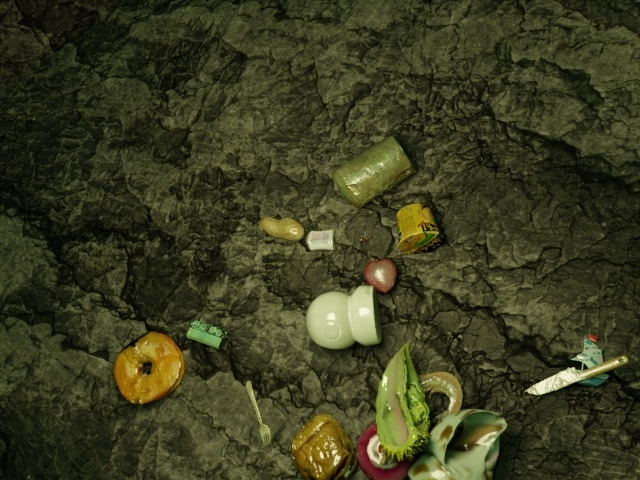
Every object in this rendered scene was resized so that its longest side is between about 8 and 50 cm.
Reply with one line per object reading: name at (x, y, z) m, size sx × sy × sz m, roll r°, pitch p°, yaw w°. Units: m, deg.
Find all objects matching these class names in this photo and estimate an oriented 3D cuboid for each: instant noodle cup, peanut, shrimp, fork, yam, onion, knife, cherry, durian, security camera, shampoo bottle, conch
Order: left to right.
fork at (-0.208, 0.569, 1.828) m, size 0.034 × 0.028 × 0.219 m, roll -30°, pitch 65°, yaw 14°
peanut at (-0.135, -0.046, 1.947) m, size 0.174 × 0.080 × 0.080 m, roll 12°, pitch 79°, yaw 20°
shampoo bottle at (0.000, 0.000, 1.913) m, size 0.099 × 0.043 × 0.072 m, roll -3°, pitch 74°, yaw 15°
security camera at (0.067, 0.245, 1.746) m, size 0.236 × 0.194 × 0.195 m, roll -8°, pitch 73°, yaw 9°
yam at (0.182, -0.231, 1.869) m, size 0.268 × 0.161 × 0.161 m, roll -31°, pitch 69°, yaw 3°
cherry at (0.190, 0.071, 1.822) m, size 0.107 × 0.090 × 0.225 m, roll -23°, pitch 61°, yaw 21°
onion at (0.193, 0.626, 1.633) m, size 0.177 × 0.153 × 0.177 m, roll -3°, pitch 33°, yaw 2°
durian at (0.229, 0.472, 1.575) m, size 0.157 × 0.169 × 0.355 m, roll -8°, pitch 34°, yaw 5°
instant noodle cup at (0.313, -0.039, 1.792) m, size 0.151 × 0.151 × 0.122 m, roll -15°, pitch 60°, yaw 11°
shrimp at (0.323, 0.482, 1.691) m, size 0.219 × 0.046 × 0.152 m, roll -7°, pitch 70°, yaw 13°
conch at (0.360, 0.625, 1.538) m, size 0.368 × 0.249 × 0.197 m, roll -43°, pitch 22°, yaw -26°
knife at (0.730, 0.386, 1.588) m, size 0.298 × 0.017 × 0.047 m, roll -31°, pitch 61°, yaw 23°

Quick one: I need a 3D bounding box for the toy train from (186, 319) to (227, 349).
toy train at (-0.395, 0.328, 1.935) m, size 0.148 × 0.038 × 0.071 m, roll 15°, pitch 82°, yaw 18°

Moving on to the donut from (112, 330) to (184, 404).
donut at (-0.589, 0.442, 1.916) m, size 0.253 × 0.118 × 0.253 m, roll -5°, pitch 75°, yaw 17°

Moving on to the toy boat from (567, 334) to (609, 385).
toy boat at (0.791, 0.357, 1.610) m, size 0.105 × 0.034 × 0.149 m, roll 31°, pitch 73°, yaw 24°

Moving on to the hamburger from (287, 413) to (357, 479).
hamburger at (0.008, 0.649, 1.689) m, size 0.183 × 0.130 × 0.206 m, roll -44°, pitch 66°, yaw -2°
